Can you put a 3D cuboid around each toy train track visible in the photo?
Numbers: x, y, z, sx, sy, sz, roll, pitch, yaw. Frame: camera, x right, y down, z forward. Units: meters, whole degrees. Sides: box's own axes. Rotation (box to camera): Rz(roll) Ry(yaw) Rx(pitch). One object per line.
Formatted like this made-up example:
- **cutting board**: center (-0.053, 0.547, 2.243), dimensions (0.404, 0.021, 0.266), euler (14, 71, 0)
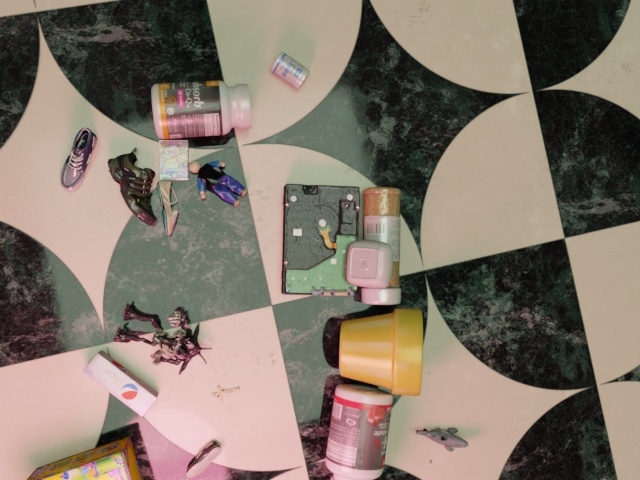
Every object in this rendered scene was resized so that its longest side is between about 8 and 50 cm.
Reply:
- **toy train track**: center (-0.285, 0.457, 1.939), dimensions (0.083, 0.014, 0.048), euler (-12, 90, -10)

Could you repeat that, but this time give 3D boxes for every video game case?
- **video game case**: center (-0.443, -0.243, 1.946), dimensions (0.087, 0.011, 0.122), euler (-1, 88, -10)

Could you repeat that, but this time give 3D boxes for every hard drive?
- **hard drive**: center (0.000, 0.000, 1.981), dimensions (0.236, 0.064, 0.339), euler (1, 87, -9)

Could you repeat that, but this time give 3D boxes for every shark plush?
- **shark plush**: center (0.380, 0.608, 2.013), dimensions (0.161, 0.067, 0.073), euler (28, 84, -7)

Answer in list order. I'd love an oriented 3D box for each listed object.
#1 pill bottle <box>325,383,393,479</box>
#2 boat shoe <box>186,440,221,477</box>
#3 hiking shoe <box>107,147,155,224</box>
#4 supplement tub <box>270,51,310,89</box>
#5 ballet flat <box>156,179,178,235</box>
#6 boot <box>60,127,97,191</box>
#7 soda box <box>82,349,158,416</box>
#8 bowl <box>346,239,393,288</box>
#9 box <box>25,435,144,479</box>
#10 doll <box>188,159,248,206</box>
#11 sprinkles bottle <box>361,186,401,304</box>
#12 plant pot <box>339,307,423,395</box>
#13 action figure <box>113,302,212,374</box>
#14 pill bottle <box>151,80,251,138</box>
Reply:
- **pill bottle**: center (0.110, 0.601, 1.915), dimensions (0.176, 0.176, 0.319), euler (9, 86, -9)
- **boat shoe**: center (-0.350, 0.647, 1.908), dimensions (0.125, 0.038, 0.046), euler (-44, 136, -3)
- **hiking shoe**: center (-0.529, -0.159, 1.890), dimensions (0.114, 0.086, 0.227), euler (-29, 91, -6)
- **supplement tub**: center (-0.093, -0.523, 1.986), dimensions (0.107, 0.071, 0.071), euler (33, 83, -6)
- **ballet flat**: center (-0.449, -0.100, 1.918), dimensions (0.052, 0.057, 0.168), euler (-10, 89, -19)
- **boot**: center (-0.708, -0.236, 1.864), dimensions (0.069, 0.086, 0.190), euler (20, 84, -8)
- **soda box**: center (-0.576, 0.412, 1.863), dimensions (0.216, 0.074, 0.069), euler (40, 82, -6)
- **bowl**: center (0.139, 0.068, 1.906), dimensions (0.141, 0.053, 0.142), euler (5, 88, 27)
- **box**: center (-0.632, 0.746, 1.788), dimensions (0.279, 0.177, 0.290), euler (-17, 91, -10)
- **doll**: center (-0.318, -0.177, 1.946), dimensions (0.189, 0.046, 0.129), euler (36, 82, -6)
- **sprinkles bottle**: center (0.189, 0.018, 1.981), dimensions (0.121, 0.121, 0.356), euler (2, 87, -9)
- **plant pot**: center (0.179, 0.326, 1.916), dimensions (0.238, 0.254, 0.254), euler (2, 87, 5)
- **action figure**: center (-0.448, 0.285, 1.859), dimensions (0.275, 0.141, 0.164), euler (20, 73, -6)
- **pill bottle**: center (-0.347, -0.386, 1.892), dimensions (0.278, 0.162, 0.162), euler (-6, 88, -9)
